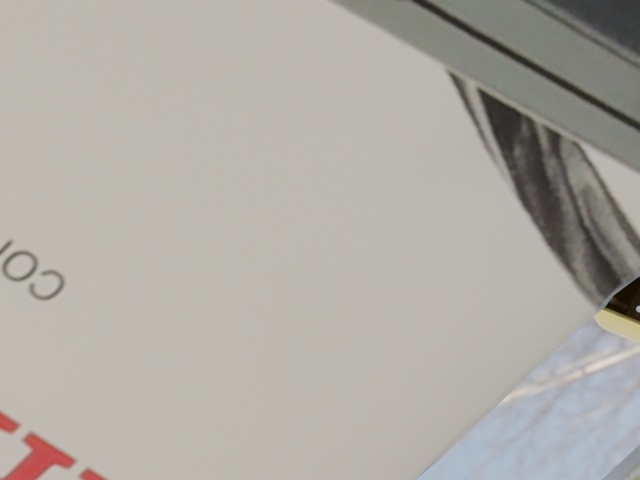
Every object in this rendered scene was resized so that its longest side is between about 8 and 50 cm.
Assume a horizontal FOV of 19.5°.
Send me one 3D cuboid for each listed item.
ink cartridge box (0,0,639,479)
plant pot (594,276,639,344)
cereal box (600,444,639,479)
[{"bbox_3d":[-0.013,-0.129,0.382,0.285,0.395,0.166,39,-168,-32],"label":"ink cartridge box"},{"bbox_3d":[0.248,0.043,1.355,0.081,0.083,0.081,23,-109,16],"label":"plant pot"},{"bbox_3d":[0.113,0.032,0.266,0.047,0.240,0.173,45,-172,-8],"label":"cereal box"}]
